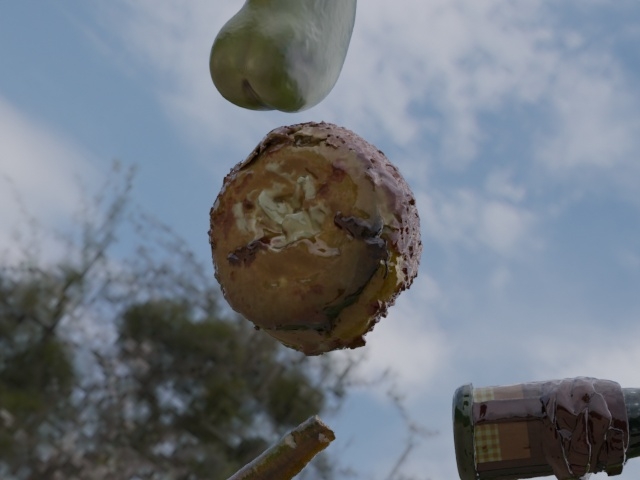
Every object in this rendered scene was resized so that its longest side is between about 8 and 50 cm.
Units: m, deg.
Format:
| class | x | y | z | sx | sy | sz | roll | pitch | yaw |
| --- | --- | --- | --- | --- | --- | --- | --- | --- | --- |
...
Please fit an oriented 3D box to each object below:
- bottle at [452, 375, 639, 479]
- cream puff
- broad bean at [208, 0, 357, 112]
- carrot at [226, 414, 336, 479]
| class | x | y | z | sx | sy | sz | roll | pitch | yaw |
| --- | --- | --- | --- | --- | --- | --- | --- | --- | --- |
| bottle | 0.305 | 0.241 | 2.046 | 0.271 | 0.143 | 0.156 | -5 | 1 | 8 |
| cream puff | 0.001 | 0.000 | 1.688 | 0.240 | 0.240 | 0.164 | 20 | -5 | 35 |
| broad bean | -0.023 | -0.259 | 1.949 | 0.121 | 0.263 | 0.189 | 13 | -28 | 36 |
| carrot | -0.057 | 0.210 | 1.418 | 0.042 | 0.171 | 0.042 | 50 | 6 | -8 |
